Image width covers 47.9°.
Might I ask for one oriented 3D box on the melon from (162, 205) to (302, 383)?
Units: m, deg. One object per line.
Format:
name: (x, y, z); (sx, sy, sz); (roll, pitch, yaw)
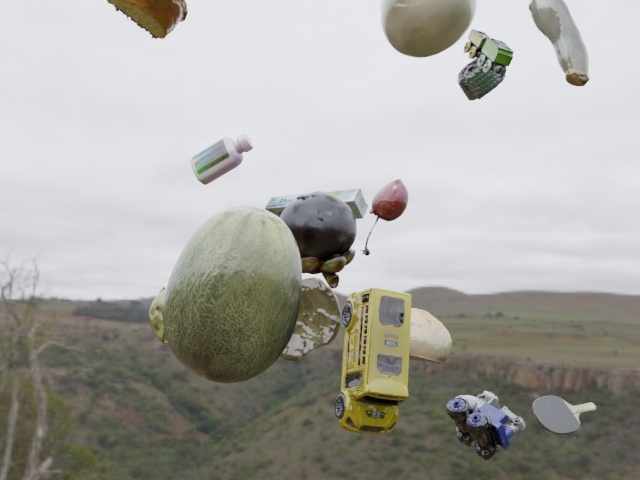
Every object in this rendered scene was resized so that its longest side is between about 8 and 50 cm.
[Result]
melon: (-0.155, 0.098, 1.304); (0.249, 0.329, 0.248); (14, 9, -2)

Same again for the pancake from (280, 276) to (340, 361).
pancake: (-0.051, 0.208, 1.920); (0.222, 0.236, 0.042); (46, 15, 29)

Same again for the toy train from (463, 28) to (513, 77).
toy train: (0.424, -0.481, 1.829); (0.060, 0.081, 0.202); (12, 30, -20)

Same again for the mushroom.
mushroom: (0.711, -0.613, 2.127); (0.109, 0.351, 0.097); (-10, -18, -31)

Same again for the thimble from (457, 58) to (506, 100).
thimble: (0.478, -0.488, 2.150); (0.090, 0.135, 0.118); (51, -8, -17)

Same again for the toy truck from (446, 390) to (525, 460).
toy truck: (0.524, 0.569, 2.304); (0.177, 0.161, 0.213); (-35, 31, -17)

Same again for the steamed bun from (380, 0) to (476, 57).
steamed bun: (0.354, -0.733, 2.328); (0.325, 0.206, 0.324); (-21, -28, -12)

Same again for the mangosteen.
mangosteen: (0.000, 0.000, 1.695); (0.194, 0.230, 0.194); (-15, 2, 1)

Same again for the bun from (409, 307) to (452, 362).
bun: (0.260, 0.283, 2.241); (0.299, 0.164, 0.299); (9, -12, 2)

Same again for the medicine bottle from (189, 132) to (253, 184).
medicine bottle: (-0.336, -0.289, 2.475); (0.219, 0.115, 0.078); (-29, -30, 11)

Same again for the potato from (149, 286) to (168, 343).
potato: (-0.371, 0.166, 1.901); (0.111, 0.160, 0.272); (24, 13, 16)

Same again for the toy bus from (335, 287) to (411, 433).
toy bus: (0.131, 0.284, 1.701); (0.145, 0.331, 0.151); (11, -19, -21)

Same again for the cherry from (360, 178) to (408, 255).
cherry: (0.163, -0.063, 1.928); (0.090, 0.225, 0.107); (30, 1, -8)

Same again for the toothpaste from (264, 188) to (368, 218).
toothpaste: (-0.016, -0.106, 2.324); (0.337, 0.067, 0.081); (-3, -48, 30)

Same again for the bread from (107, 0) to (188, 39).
bread: (-0.405, -0.578, 1.686); (0.134, 0.129, 0.260); (12, -14, 46)

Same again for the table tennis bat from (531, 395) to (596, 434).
table tennis bat: (0.487, 0.341, 1.430); (0.157, 0.087, 0.013); (-2, -48, -28)
